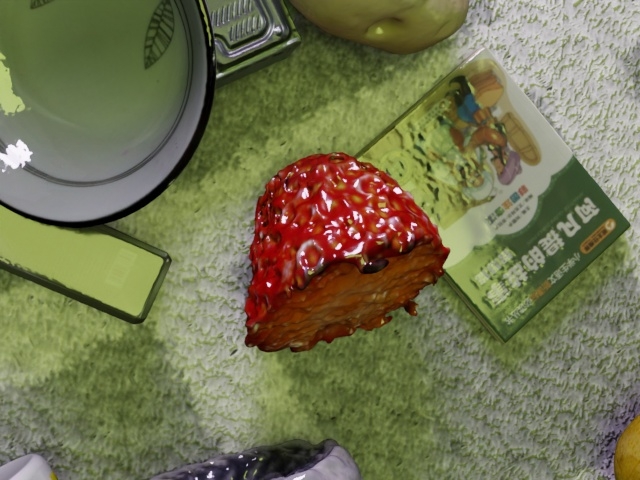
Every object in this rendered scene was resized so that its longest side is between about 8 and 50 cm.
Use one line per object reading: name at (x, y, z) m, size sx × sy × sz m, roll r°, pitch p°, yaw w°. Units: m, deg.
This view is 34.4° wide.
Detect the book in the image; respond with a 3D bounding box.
book at (0.188, -0.050, 1.136) m, size 0.202 × 0.027 × 0.264 m, roll -41°, pitch 98°, yaw -8°

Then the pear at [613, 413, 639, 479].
pear at (0.416, 0.255, 1.101) m, size 0.209 × 0.209 × 0.208 m, roll 0°, pitch 91°, yaw -11°

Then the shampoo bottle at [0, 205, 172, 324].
shampoo bottle at (-0.274, 0.001, 1.021) m, size 0.246 × 0.079 × 0.080 m, roll 25°, pitch 85°, yaw -10°

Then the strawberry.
strawberry at (0.000, 0.000, 1.028) m, size 0.234 × 0.234 × 0.178 m, roll -22°, pitch 69°, yaw -10°

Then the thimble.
thimble at (-0.067, 0.295, 1.003) m, size 0.246 × 0.217 × 0.157 m, roll -14°, pitch 89°, yaw 6°

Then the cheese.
cheese at (0.040, -0.278, 1.016) m, size 0.235 × 0.218 × 0.117 m, roll 45°, pitch 125°, yaw -3°

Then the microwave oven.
microwave oven at (-0.127, -0.257, 1.024) m, size 0.162 × 0.122 × 0.208 m, roll -26°, pitch 95°, yaw -9°

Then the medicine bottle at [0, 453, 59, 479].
medicine bottle at (-0.266, 0.348, 0.996) m, size 0.143 × 0.143 × 0.258 m, roll -30°, pitch 95°, yaw -9°

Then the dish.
dish at (-0.219, -0.172, 0.934) m, size 0.317 × 0.106 × 0.316 m, roll 6°, pitch 108°, yaw 18°
